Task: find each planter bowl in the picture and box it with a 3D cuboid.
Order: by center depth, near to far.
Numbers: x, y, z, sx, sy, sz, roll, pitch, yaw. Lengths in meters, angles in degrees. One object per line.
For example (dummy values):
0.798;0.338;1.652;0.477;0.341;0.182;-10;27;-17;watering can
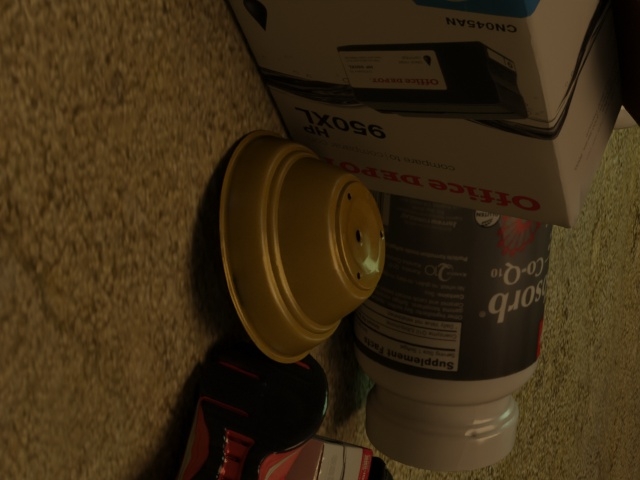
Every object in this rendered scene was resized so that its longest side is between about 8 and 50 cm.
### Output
0.000;0.000;1.284;0.217;0.090;0.217;29;57;-59;planter bowl

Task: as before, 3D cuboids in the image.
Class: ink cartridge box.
0.090;-0.201;1.224;0.166;0.286;0.395;-65;153;-25;ink cartridge box
-0.019;0.218;1.394;0.135;0.099;0.056;26;76;-66;ink cartridge box

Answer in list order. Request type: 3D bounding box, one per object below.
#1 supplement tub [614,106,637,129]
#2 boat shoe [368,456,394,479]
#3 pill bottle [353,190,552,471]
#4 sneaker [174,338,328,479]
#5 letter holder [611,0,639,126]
0.300;-0.310;1.705;0.235;0.235;0.324;-23;121;-62;supplement tub
0.025;0.312;1.574;0.228;0.080;0.076;-35;114;-54;boat shoe
0.142;0.051;1.547;0.210;0.210;0.362;-34;130;-58;pill bottle
-0.091;0.216;1.267;0.136;0.116;0.314;-58;-175;46;sneaker
0.308;-0.254;1.305;0.152;0.302;0.214;-30;160;-6;letter holder
